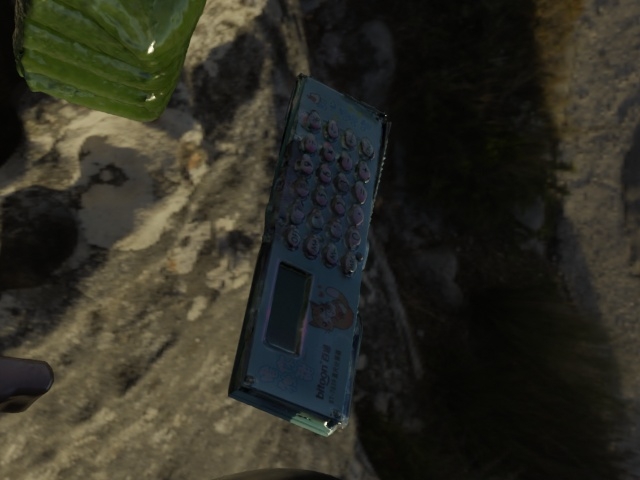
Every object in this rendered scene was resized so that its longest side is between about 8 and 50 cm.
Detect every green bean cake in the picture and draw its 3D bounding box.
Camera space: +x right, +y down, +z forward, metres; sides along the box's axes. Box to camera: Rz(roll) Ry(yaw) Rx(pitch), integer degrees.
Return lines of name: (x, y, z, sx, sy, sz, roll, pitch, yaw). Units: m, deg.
green bean cake: (-0.133, -0.222, 0.726, 0.125, 0.222, 0.248, 16, 69, -13)

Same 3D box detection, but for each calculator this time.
calculator: (0.000, 0.000, 0.449, 0.057, 0.018, 0.172, 25, 54, -20)

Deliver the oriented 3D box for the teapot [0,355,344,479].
teapot: (-0.111, 0.169, 0.286, 0.344, 0.253, 0.300, 14, 48, -43)
